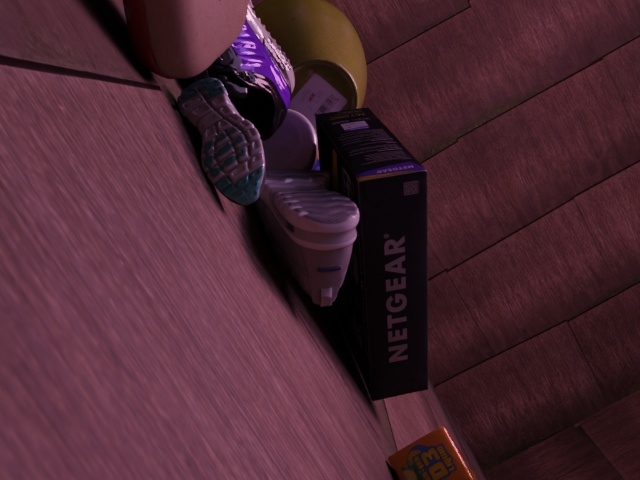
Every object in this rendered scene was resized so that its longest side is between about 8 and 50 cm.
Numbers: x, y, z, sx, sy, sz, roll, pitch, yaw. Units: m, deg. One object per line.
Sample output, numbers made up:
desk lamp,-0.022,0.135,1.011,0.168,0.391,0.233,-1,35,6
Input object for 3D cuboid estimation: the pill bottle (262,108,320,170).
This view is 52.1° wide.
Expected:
pill bottle,-0.041,-0.115,1.000,0.112,0.112,0.187,62,5,16

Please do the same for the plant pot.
plant pot,-0.027,-0.279,1.157,0.274,0.275,0.293,58,5,-26

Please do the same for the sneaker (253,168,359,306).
sneaker,-0.034,-0.017,0.765,0.281,0.105,0.115,-120,-148,-69

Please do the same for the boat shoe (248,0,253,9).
boat shoe,-0.185,-0.451,1.418,0.156,0.136,0.367,58,8,-30

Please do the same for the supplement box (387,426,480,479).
supplement box,0.160,0.309,0.757,0.233,0.080,0.078,54,5,-42

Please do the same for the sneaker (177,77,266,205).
sneaker,-0.088,-0.092,0.663,0.166,0.065,0.076,65,2,35

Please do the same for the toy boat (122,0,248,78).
toy boat,-0.158,-0.271,0.592,0.231,0.151,0.151,92,20,-44

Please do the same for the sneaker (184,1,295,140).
sneaker,-0.134,-0.233,0.797,0.293,0.102,0.146,42,41,-38

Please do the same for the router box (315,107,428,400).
router box,0.065,0.010,0.858,0.243,0.081,0.308,-113,-164,-60
